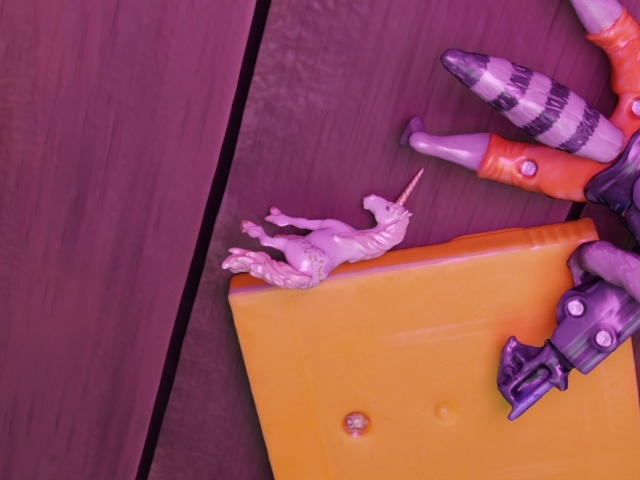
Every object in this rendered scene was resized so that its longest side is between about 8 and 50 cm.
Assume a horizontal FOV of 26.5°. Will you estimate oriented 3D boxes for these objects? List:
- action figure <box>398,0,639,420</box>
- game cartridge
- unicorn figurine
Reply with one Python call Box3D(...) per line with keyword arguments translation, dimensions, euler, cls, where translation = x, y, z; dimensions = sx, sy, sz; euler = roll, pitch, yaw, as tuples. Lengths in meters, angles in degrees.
Box3D(translation=(0.208, -0.009, 0.990), dimensions=(0.330, 0.178, 0.341), euler=(39, 103, 6), cls="action figure")
Box3D(translation=(0.107, 0.134, 1.169), dimensions=(0.324, 0.052, 0.285), euler=(-10, 114, 6), cls="game cartridge")
Box3D(translation=(0.000, 0.000, 1.079), dimensions=(0.111, 0.162, 0.060), euler=(13, 131, 26), cls="unicorn figurine")
